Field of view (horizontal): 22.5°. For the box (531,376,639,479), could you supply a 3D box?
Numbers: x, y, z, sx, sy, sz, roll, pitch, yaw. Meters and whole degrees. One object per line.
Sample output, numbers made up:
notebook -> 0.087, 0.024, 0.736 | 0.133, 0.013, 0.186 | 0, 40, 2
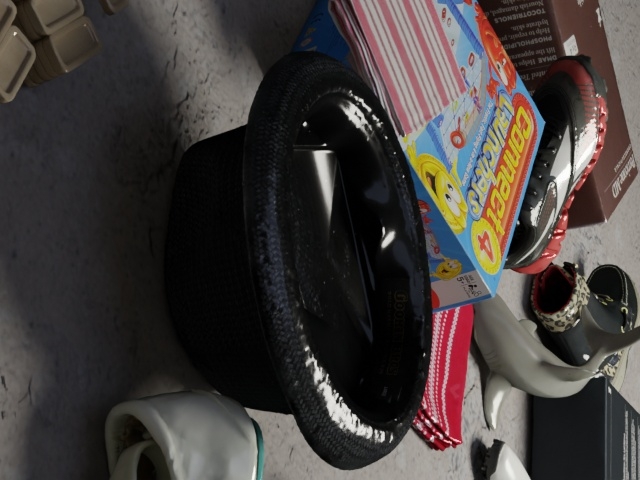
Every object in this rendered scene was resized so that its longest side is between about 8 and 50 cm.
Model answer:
box -> 0.334, 0.323, 1.985 | 0.184, 0.103, 0.261 | 45, 45, -54

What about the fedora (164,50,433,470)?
fedora -> -0.032, 0.021, 1.302 | 0.334, 0.152, 0.334 | 29, 57, -58

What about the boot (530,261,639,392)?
boot -> 0.348, 0.077, 2.105 | 0.179, 0.085, 0.236 | 58, 36, -34

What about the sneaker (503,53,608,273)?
sneaker -> 0.245, -0.080, 1.851 | 0.135, 0.097, 0.276 | -12, 126, -50

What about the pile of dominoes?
pile of dominoes -> -0.239, -0.229, 1.127 | 0.251, 0.040, 0.196 | 65, 31, -14

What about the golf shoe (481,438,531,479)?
golf shoe -> 0.245, 0.310, 1.827 | 0.077, 0.094, 0.198 | -50, 124, -55

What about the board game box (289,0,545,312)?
board game box -> 0.103, -0.138, 1.646 | 0.302, 0.086, 0.308 | 56, 35, -28

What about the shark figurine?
shark figurine -> 0.288, 0.144, 1.881 | 0.278, 0.116, 0.166 | 10, 78, -42

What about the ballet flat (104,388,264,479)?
ballet flat -> -0.112, 0.294, 1.123 | 0.139, 0.139, 0.400 | 35, 48, -55

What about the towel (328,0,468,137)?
towel -> 0.074, -0.180, 1.510 | 0.197, 0.029, 0.144 | -38, 109, -60

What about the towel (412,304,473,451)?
towel -> 0.090, 0.074, 1.661 | 0.275, 0.031, 0.199 | 50, 40, -46

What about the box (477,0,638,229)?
box -> 0.270, -0.217, 1.982 | 0.191, 0.143, 0.381 | -45, 124, -58
